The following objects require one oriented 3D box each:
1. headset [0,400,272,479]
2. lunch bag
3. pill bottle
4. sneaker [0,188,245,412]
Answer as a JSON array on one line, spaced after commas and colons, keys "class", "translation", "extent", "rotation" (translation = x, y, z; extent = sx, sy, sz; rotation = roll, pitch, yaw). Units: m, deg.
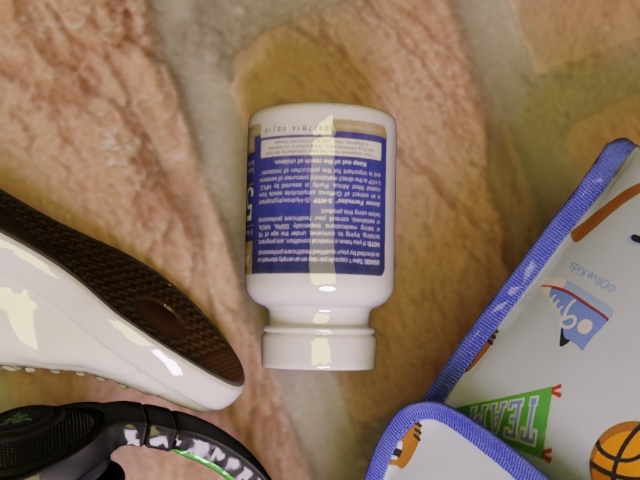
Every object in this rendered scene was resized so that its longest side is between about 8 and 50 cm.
[{"class": "headset", "translation": [-0.200, 0.230, 0.700], "extent": [0.394, 0.185, 0.243], "rotation": [9, 96, -14]}, {"class": "lunch bag", "translation": [0.223, 0.178, 0.677], "extent": [0.328, 0.239, 0.385], "rotation": [37, 88, 38]}, {"class": "pill bottle", "translation": [0.000, 0.000, 0.786], "extent": [0.112, 0.112, 0.187], "rotation": [2, 85, -5]}, {"class": "sneaker", "translation": [-0.197, 0.060, 0.784], "extent": [0.290, 0.106, 0.123], "rotation": [31, 107, -3]}]
